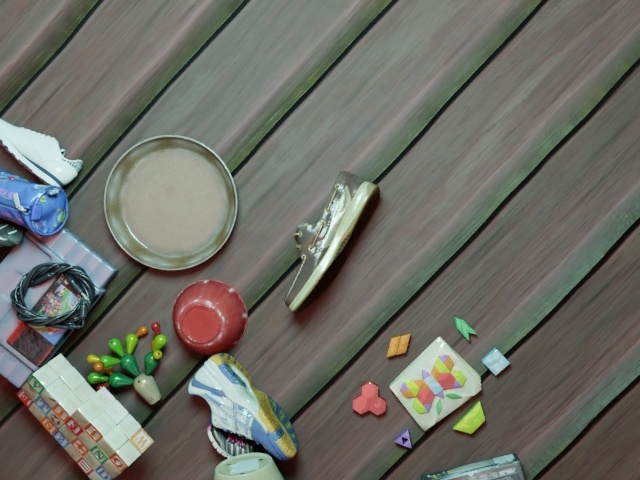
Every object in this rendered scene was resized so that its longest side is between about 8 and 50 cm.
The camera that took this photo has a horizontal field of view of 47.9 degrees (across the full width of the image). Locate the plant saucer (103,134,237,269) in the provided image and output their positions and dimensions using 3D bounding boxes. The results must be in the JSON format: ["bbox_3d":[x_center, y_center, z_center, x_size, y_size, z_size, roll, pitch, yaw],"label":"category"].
[{"bbox_3d":[-0.343,-0.087,1.672,0.311,0.050,0.310,0,94,4],"label":"plant saucer"}]

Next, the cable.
[{"bbox_3d":[-0.611,0.122,1.635,0.185,0.047,0.150,9,88,0],"label":"cable"}]

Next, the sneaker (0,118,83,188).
[{"bbox_3d":[-0.666,-0.214,1.679,0.235,0.090,0.094,40,77,0],"label":"sneaker"}]

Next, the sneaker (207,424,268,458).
[{"bbox_3d":[-0.188,0.481,1.690,0.170,0.063,0.075,43,96,-4],"label":"sneaker"}]

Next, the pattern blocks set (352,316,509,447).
[{"bbox_3d":[0.262,0.334,1.667,0.285,0.026,0.324,37,95,1],"label":"pattern blocks set"}]

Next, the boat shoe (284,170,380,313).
[{"bbox_3d":[0.000,0.000,1.628,0.123,0.123,0.341,31,95,15],"label":"boat shoe"}]

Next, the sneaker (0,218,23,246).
[{"bbox_3d":[-0.801,0.006,1.680,0.272,0.100,0.107,-2,107,21],"label":"sneaker"}]

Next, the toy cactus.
[{"bbox_3d":[-0.433,0.304,1.685,0.219,0.112,0.180,-33,101,-3],"label":"toy cactus"}]

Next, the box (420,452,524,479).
[{"bbox_3d":[0.366,0.610,1.661,0.231,0.056,0.182,-16,93,5],"label":"box"}]

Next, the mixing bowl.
[{"bbox_3d":[-0.264,0.183,1.659,0.182,0.098,0.181,0,93,3],"label":"mixing bowl"}]

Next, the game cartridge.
[{"bbox_3d":[-0.668,0.141,1.685,0.230,0.068,0.355,38,88,5],"label":"game cartridge"}]

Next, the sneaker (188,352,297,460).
[{"bbox_3d":[-0.180,0.404,1.669,0.131,0.112,0.296,-44,80,9],"label":"sneaker"}]

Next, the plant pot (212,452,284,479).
[{"bbox_3d":[-0.146,0.624,1.593,0.257,0.256,0.273,-8,95,4],"label":"plant pot"}]

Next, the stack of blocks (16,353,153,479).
[{"bbox_3d":[-0.544,0.408,1.657,0.297,0.087,0.171,48,129,1],"label":"stack of blocks"}]

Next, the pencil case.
[{"bbox_3d":[-0.722,-0.105,1.631,0.306,0.133,0.119,19,96,15],"label":"pencil case"}]
